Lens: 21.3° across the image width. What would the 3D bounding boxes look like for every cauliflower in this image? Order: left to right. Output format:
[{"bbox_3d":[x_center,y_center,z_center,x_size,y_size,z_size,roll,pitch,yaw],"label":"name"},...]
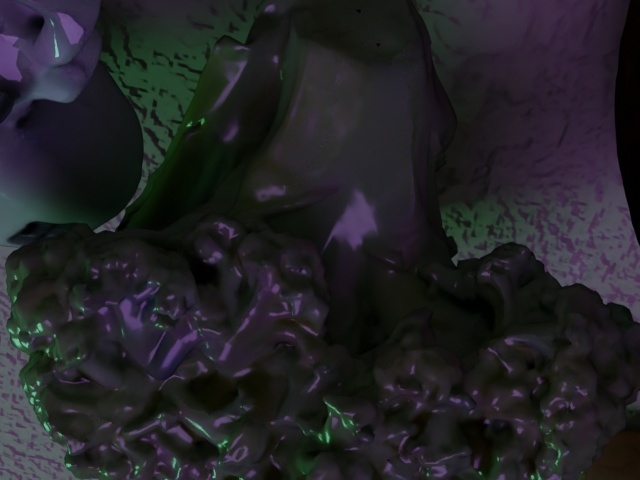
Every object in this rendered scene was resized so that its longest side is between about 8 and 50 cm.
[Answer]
[{"bbox_3d":[0.000,0.000,0.698,0.256,0.239,0.315,1,109,-17],"label":"cauliflower"}]

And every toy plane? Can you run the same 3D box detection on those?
[{"bbox_3d":[-0.191,-0.082,0.701,0.266,0.123,0.267,13,152,7],"label":"toy plane"}]

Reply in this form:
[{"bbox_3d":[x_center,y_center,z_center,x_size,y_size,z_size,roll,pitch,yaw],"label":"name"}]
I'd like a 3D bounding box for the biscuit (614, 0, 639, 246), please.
[{"bbox_3d":[0.323,-0.070,0.691,0.407,0.091,0.407,2,134,2],"label":"biscuit"}]

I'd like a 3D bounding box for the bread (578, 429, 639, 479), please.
[{"bbox_3d":[0.170,0.156,0.946,0.106,0.082,0.125,23,144,-3],"label":"bread"}]
